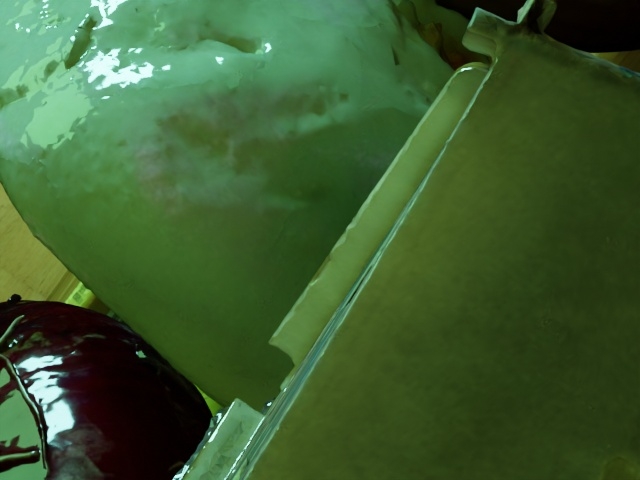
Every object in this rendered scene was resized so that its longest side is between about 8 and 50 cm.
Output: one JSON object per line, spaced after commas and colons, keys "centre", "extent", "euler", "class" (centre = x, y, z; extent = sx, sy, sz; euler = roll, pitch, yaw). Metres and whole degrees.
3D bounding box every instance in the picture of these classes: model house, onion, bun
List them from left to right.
{"centre": [-0.149, 0.189, 0.984], "extent": [0.314, 0.232, 0.314], "euler": [-33, 45, 39], "class": "onion"}
{"centre": [-0.010, -0.047, 0.907], "extent": [0.187, 0.293, 0.293], "euler": [-47, 12, 15], "class": "bun"}
{"centre": [0.034, 0.099, 0.619], "extent": [0.326, 0.169, 0.244], "euler": [-59, 3, -5], "class": "model house"}

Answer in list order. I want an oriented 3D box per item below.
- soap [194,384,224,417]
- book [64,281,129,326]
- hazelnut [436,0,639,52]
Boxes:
{"centre": [-0.199, 0.243, 1.278], "extent": [0.427, 0.115, 0.306], "euler": [-53, 10, 10], "class": "soap"}
{"centre": [-0.189, 0.154, 1.425], "extent": [0.374, 0.028, 0.262], "euler": [-53, -20, 8], "class": "book"}
{"centre": [0.122, -0.279, 0.912], "extent": [0.359, 0.359, 0.409], "euler": [-59, 13, -21], "class": "hazelnut"}
